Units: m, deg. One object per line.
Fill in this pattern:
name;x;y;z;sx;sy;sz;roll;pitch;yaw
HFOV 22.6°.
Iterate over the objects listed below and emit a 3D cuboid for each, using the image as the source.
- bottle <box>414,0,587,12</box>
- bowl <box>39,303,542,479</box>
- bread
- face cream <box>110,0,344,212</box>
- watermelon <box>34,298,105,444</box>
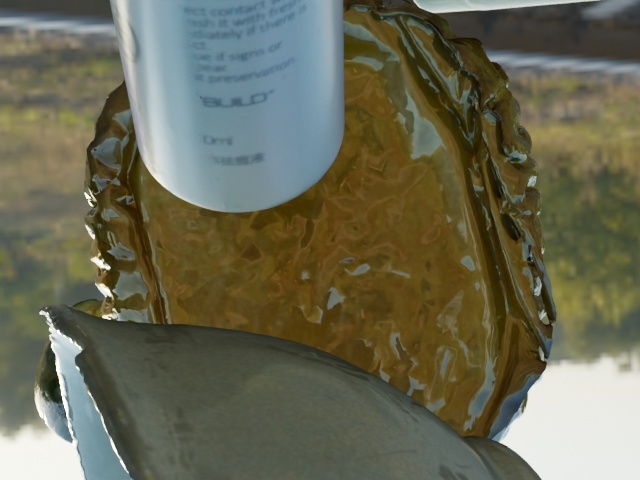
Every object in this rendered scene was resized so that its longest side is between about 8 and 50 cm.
bottle;0.146;-0.169;0.900;0.201;0.072;0.072;1;180;35
bowl;0.019;0.150;0.575;0.146;0.313;0.313;-19;-179;-13
bread;0.000;0.000;0.809;0.227;0.253;0.142;-9;179;5
face cream;-0.036;-0.131;0.548;0.092;0.092;0.311;-4;147;-1
watermelon;-0.206;0.118;1.383;0.092;0.181;0.075;32;116;-29
